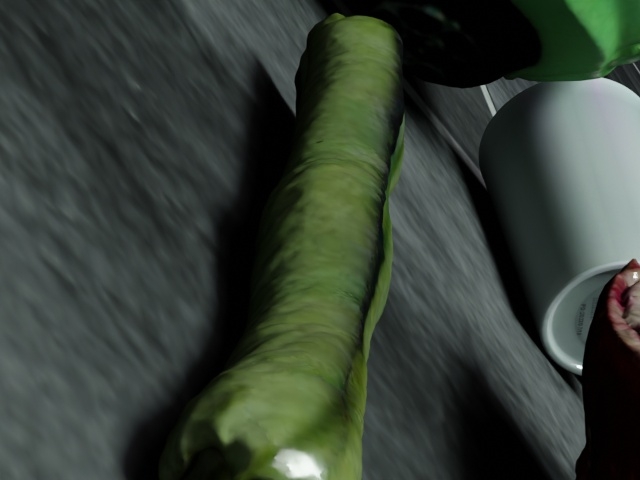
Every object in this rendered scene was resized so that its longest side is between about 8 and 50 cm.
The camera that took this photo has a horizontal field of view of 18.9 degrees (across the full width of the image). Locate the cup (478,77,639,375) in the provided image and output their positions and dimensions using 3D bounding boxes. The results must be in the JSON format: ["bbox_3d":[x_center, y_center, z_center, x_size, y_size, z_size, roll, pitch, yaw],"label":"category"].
[{"bbox_3d":[0.109,0.005,0.774,0.116,0.074,0.104,-99,-177,-48],"label":"cup"}]

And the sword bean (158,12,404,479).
[{"bbox_3d":[0.000,0.000,0.445,0.043,0.038,0.269,61,14,-17],"label":"sword bean"}]

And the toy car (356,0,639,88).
[{"bbox_3d":[0.064,-0.215,0.660,0.358,0.176,0.213,49,58,-39],"label":"toy car"}]

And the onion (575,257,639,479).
[{"bbox_3d":[0.183,0.110,0.532,0.207,0.216,0.206,-59,139,-70],"label":"onion"}]
